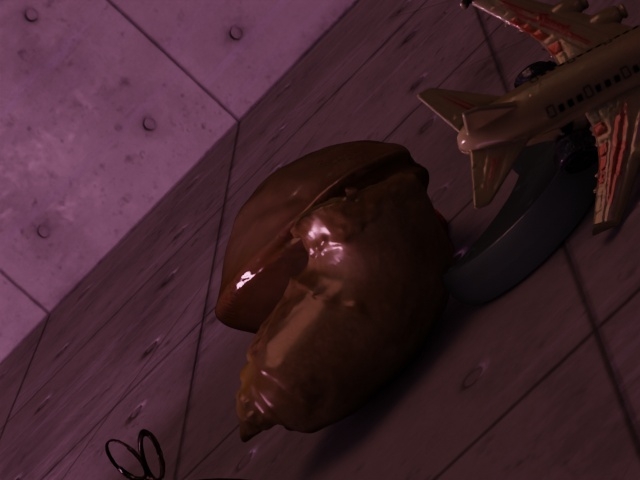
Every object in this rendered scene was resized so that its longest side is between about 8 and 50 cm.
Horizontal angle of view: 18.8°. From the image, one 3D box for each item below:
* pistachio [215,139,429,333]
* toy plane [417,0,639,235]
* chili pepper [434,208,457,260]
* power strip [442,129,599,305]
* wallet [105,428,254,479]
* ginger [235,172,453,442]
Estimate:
[{"bbox_3d":[0.000,0.000,1.788,0.213,0.163,0.260,-38,-13,-24],"label":"pistachio"},{"bbox_3d":[0.216,-0.123,1.541,0.256,0.242,0.104,-20,-27,-8],"label":"toy plane"},{"bbox_3d":[0.103,-0.002,1.830,0.045,0.027,0.178,-45,14,6],"label":"chili pepper"},{"bbox_3d":[0.185,-0.042,1.636,0.137,0.044,0.216,-34,19,48],"label":"power strip"},{"bbox_3d":[-0.151,0.266,1.570,0.335,0.068,0.275,-5,33,52],"label":"wallet"},{"bbox_3d":[0.021,0.063,1.643,0.138,0.152,0.267,-130,64,-80],"label":"ginger"}]
